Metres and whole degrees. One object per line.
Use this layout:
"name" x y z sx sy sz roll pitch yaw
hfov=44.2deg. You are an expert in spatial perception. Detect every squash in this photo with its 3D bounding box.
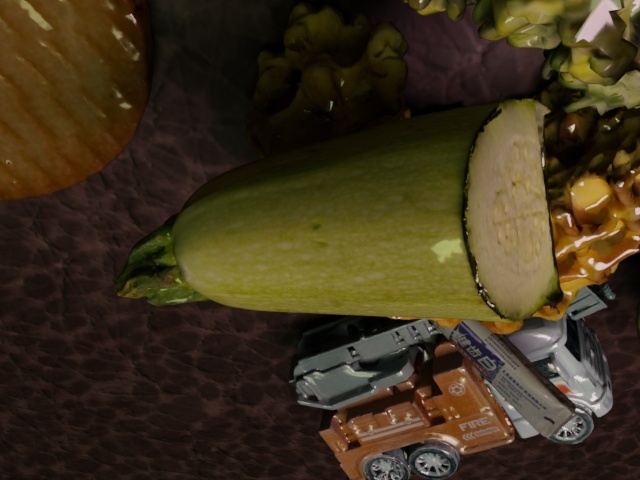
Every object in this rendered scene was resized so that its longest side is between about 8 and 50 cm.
"squash" -0.002 -0.009 0.468 0.288 0.137 0.137 -4 138 9

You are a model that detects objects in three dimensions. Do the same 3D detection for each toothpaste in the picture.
"toothpaste" 0.136 0.083 0.724 0.038 0.233 0.060 -27 152 -31

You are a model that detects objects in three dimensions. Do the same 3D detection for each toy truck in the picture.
"toy truck" 0.144 0.126 0.819 0.338 0.133 0.184 -24 117 25

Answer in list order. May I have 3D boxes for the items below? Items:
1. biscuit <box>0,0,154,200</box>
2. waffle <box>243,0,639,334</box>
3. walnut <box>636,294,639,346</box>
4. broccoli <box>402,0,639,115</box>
"biscuit" -0.279 -0.148 0.567 0.318 0.040 0.318 -1 139 -1
"waffle" 0.099 -0.047 0.617 0.324 0.151 0.261 10 133 -11
"walnut" 0.429 0.077 0.696 0.283 0.227 0.282 4 100 22
"broccoli" 0.167 -0.223 0.374 0.334 0.324 0.272 -43 167 26
